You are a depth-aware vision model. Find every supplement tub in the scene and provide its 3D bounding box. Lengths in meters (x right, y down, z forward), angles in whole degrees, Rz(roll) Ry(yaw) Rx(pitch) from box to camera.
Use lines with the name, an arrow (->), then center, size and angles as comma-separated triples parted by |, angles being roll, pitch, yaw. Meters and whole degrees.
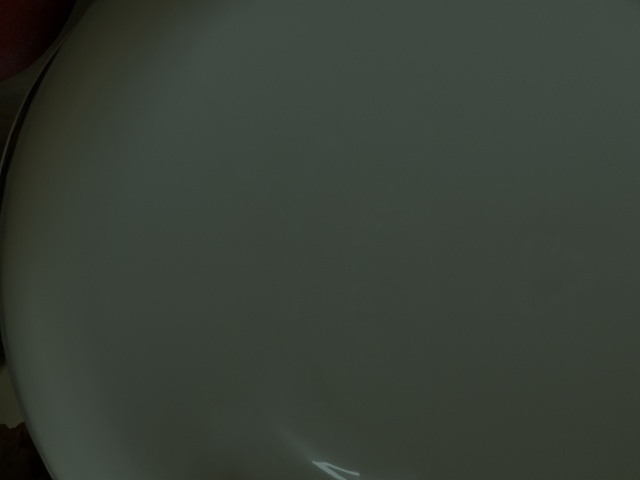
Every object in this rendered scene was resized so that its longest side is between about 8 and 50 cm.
supplement tub -> 0.002, 0.000, 0.621 | 0.241, 0.241, 0.331 | -3, -176, -11

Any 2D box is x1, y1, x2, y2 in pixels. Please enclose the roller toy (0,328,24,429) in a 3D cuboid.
roller toy -> -0.183, 0.052, 0.900 | 0.191, 0.146, 0.209 | -8, -164, 47

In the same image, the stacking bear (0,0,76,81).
stacking bear -> -0.210, -0.106, 0.517 | 0.289, 0.164, 0.175 | 0, 160, -30

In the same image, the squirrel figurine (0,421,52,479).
squirrel figurine -> -0.198, 0.131, 0.601 | 0.397, 0.281, 0.370 | 2, 160, -21
